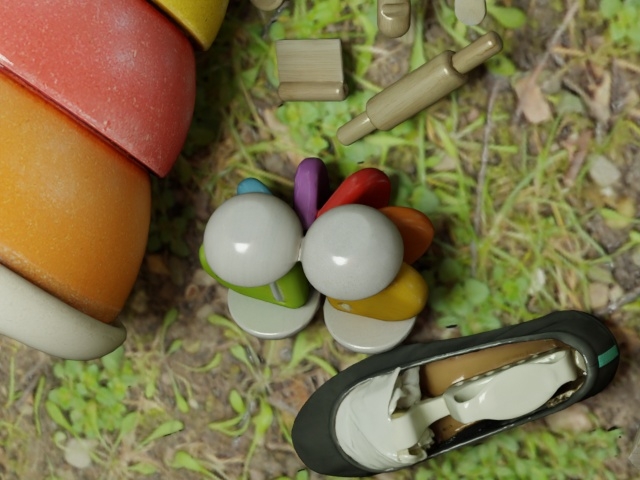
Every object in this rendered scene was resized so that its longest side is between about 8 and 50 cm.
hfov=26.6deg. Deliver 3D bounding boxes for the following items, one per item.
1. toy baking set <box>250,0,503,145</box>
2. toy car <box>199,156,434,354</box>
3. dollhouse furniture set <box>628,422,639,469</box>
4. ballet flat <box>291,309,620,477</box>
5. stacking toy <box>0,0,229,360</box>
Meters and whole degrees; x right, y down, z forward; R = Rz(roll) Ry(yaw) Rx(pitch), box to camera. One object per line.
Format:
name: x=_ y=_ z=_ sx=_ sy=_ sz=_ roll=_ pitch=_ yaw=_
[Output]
toy baking set: x=0.042 y=-0.186 z=1.010 sx=0.256 sy=0.030 sz=0.197 roll=-25 pitch=101 yaw=36
toy car: x=0.000 y=0.000 z=1.050 sx=0.182 sy=0.159 sz=0.136 roll=7 pitch=65 yaw=13
dollhouse furniture set: x=0.405 y=0.026 z=0.845 sx=0.256 sy=0.362 sz=0.394 roll=27 pitch=133 yaw=7
ballet flat: x=0.094 y=0.122 z=1.056 sx=0.280 sy=0.096 sz=0.095 roll=-23 pitch=92 yaw=16
stacking toy: x=-0.176 y=-0.181 z=1.014 sx=0.350 sy=0.350 sz=0.480 roll=36 pitch=87 yaw=6
